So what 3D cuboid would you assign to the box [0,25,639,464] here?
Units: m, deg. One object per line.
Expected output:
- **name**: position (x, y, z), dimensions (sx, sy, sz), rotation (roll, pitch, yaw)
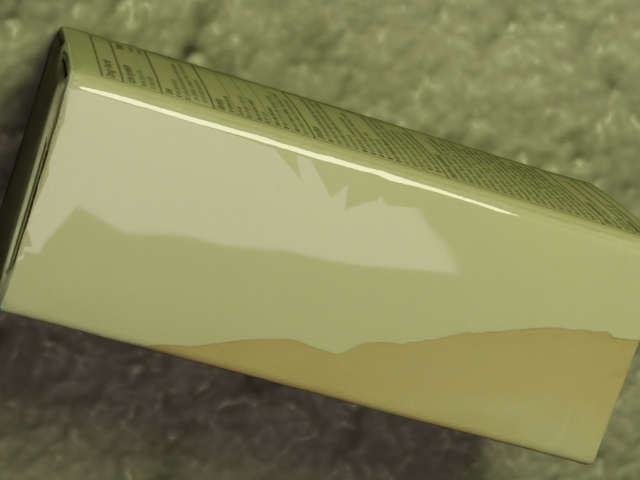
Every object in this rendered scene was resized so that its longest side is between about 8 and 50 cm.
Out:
- **box**: position (0.000, 0.000, 0.983), dimensions (0.311, 0.148, 0.121), rotation (16, 103, -12)
